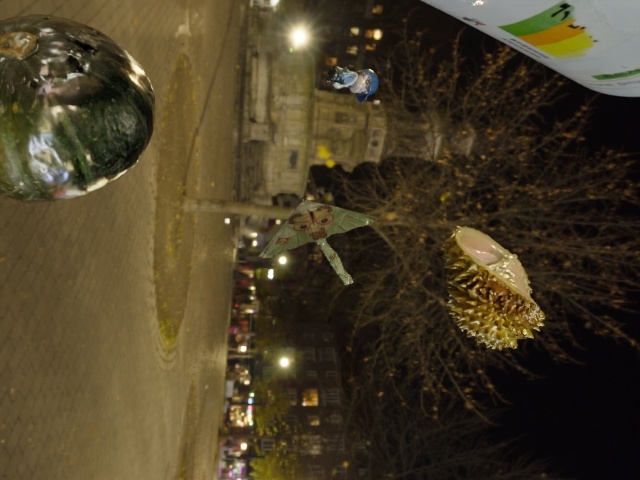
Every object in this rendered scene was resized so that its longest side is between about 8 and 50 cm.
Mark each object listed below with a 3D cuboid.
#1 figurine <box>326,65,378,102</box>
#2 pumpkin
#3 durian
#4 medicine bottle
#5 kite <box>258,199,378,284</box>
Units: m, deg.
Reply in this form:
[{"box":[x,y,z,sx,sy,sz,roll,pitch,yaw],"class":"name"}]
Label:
[{"box":[0.088,-0.441,1.454,0.086,0.149,0.087,-9,-109,60],"class":"figurine"},{"box":[-0.599,-0.293,1.153,0.344,0.454,0.454,92,-5,-47],"class":"pumpkin"},{"box":[0.271,0.077,0.874,0.250,0.183,0.138,-58,170,-61],"class":"durian"},{"box":[0.160,-0.194,0.357,0.161,0.296,0.111,11,-93,61],"class":"medicine bottle"},{"box":[0.000,-0.001,0.944,0.250,0.229,0.012,-118,-170,-49],"class":"kite"}]
